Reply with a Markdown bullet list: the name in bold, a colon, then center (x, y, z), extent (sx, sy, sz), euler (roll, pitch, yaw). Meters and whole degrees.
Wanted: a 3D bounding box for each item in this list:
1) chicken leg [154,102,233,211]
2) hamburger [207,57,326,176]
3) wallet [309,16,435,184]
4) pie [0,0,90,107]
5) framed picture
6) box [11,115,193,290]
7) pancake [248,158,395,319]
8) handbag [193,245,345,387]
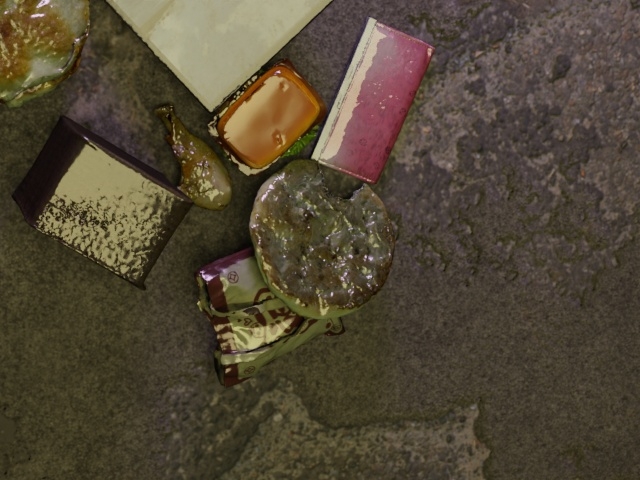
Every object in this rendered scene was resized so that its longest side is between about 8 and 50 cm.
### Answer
- **chicken leg**: center (-0.195, -0.119, 1.874), extent (0.093, 0.070, 0.178), euler (-32, 102, -24)
- **hamburger**: center (-0.079, -0.177, 1.879), extent (0.166, 0.087, 0.137), euler (-41, 110, -1)
- **wallet**: center (0.079, -0.210, 1.945), extent (0.119, 0.025, 0.232), euler (21, 97, -18)
- **pie**: center (-0.447, -0.312, 1.747), extent (0.257, 0.105, 0.275), euler (-28, 108, -14)
- **framed picture**: center (-0.177, -0.391, 1.807), extent (0.265, 0.016, 0.347), euler (-42, 99, -2)
- **box**: center (-0.301, -0.056, 1.752), extent (0.184, 0.273, 0.143), euler (32, 90, -20)
- **pancake**: center (0.000, 0.000, 1.894), extent (0.253, 0.037, 0.254), euler (10, 71, -30)
- **handbag**: center (-0.069, 0.092, 1.920), extent (0.235, 0.127, 0.213), euler (-28, 120, -33)
